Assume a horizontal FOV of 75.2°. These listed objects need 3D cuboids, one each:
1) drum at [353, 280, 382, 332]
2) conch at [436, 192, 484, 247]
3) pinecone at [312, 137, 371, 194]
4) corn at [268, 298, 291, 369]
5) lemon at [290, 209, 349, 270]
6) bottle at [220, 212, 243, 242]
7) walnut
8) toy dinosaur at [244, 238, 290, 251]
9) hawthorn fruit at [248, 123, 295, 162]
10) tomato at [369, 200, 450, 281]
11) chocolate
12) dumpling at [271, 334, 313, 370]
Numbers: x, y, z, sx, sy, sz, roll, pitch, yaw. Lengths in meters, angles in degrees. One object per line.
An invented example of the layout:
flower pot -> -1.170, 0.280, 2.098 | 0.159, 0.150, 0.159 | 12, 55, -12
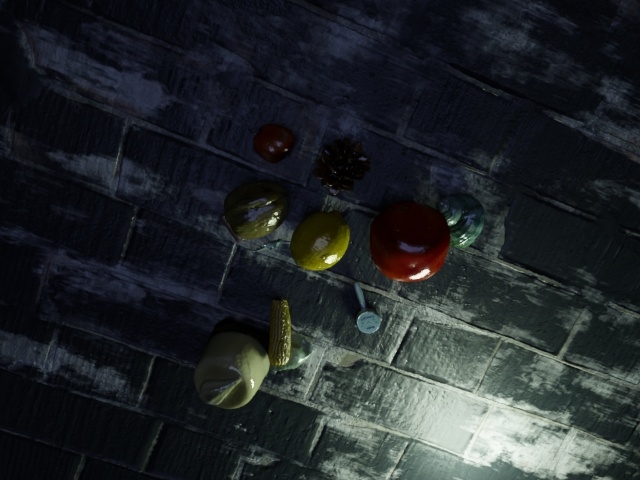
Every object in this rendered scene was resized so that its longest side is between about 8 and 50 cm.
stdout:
drum -> 0.219, 0.307, 1.917 | 0.130, 0.049, 0.252 | -2, 104, 0
conch -> 0.586, -0.097, 1.777 | 0.221, 0.195, 0.277 | -27, 132, 33
pinecone -> 0.093, -0.311, 1.696 | 0.203, 0.201, 0.228 | 35, 75, -23
corn -> -0.181, 0.420, 1.874 | 0.102, 0.101, 0.309 | 1, 77, -2
lemon -> -0.003, 0.004, 1.750 | 0.236, 0.235, 0.263 | 24, 121, -7
bottle -> -0.381, -0.059, 1.814 | 0.053, 0.053, 0.140 | -32, 103, 6
walnut -> -0.257, -0.129, 1.714 | 0.283, 0.283, 0.227 | -21, 72, 4
toy dinosaur -> -0.231, 0.025, 1.824 | 0.209, 0.082, 0.039 | -12, 100, 4
hawthorn fruit -> -0.207, -0.406, 1.684 | 0.194, 0.157, 0.156 | 28, 101, -10
tomato -> 0.363, 0.006, 1.723 | 0.326, 0.289, 0.292 | 8, 130, 0
chocolate -> -0.389, 0.567, 1.831 | 0.315, 0.297, 0.325 | 22, 103, -1
dumpling -> -0.142, 0.527, 1.932 | 0.219, 0.108, 0.152 | -32, 102, 4
